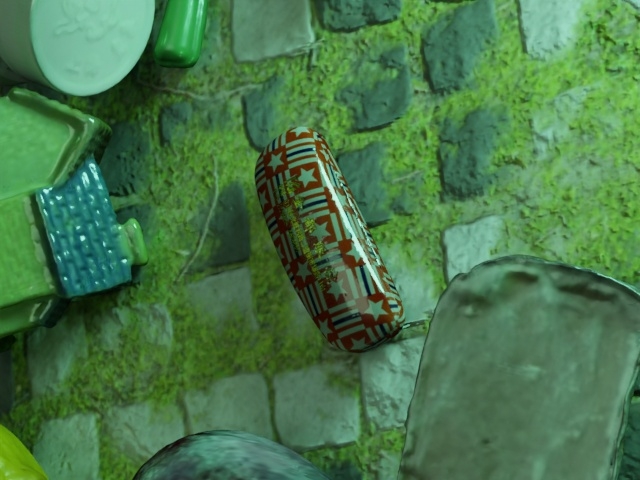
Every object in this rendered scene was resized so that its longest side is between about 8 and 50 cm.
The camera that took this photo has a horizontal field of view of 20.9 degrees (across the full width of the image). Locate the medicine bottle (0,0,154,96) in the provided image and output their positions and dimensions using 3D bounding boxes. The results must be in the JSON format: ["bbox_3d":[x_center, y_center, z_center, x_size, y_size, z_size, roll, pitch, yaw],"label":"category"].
[{"bbox_3d":[-0.292,-0.228,1.507,0.293,0.170,0.170,24,92,37],"label":"medicine bottle"}]

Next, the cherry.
[{"bbox_3d":[-0.060,0.231,1.285,0.195,0.195,0.195,-6,77,29],"label":"cherry"}]

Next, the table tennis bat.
[{"bbox_3d":[-0.101,-0.272,1.495,0.160,0.039,0.257,8,81,23],"label":"table tennis bat"}]

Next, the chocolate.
[{"bbox_3d":[0.145,0.140,1.244,0.156,0.080,0.254,14,89,17],"label":"chocolate"}]

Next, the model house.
[{"bbox_3d":[-0.251,-0.016,1.474,0.189,0.195,0.214,-19,85,0],"label":"model house"}]

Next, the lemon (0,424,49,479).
[{"bbox_3d":[-0.349,0.252,1.408,0.284,0.260,0.261,-1,78,4],"label":"lemon"}]

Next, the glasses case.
[{"bbox_3d":[0.000,0.000,1.372,0.073,0.049,0.194,-34,65,20],"label":"glasses case"}]
